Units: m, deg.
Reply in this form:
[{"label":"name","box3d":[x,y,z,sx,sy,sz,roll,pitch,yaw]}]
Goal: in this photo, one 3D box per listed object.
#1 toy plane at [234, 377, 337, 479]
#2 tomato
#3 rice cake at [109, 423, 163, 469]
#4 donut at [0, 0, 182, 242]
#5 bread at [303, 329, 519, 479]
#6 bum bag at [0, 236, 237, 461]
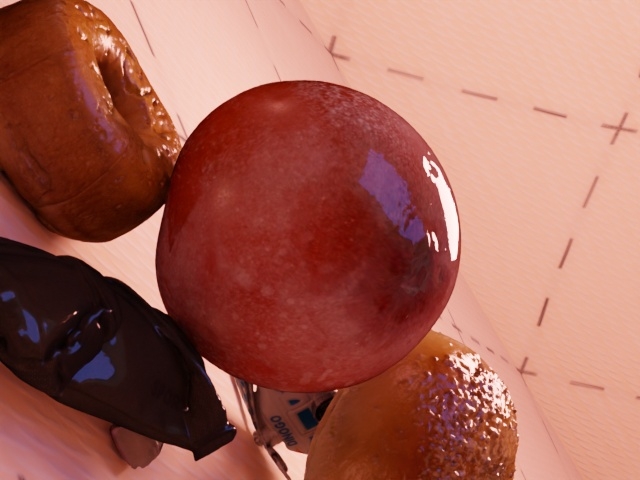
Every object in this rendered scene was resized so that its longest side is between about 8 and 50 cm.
[{"label":"toy plane","box3d":[-0.046,0.128,1.427,0.273,0.107,0.182,60,1,-24]},{"label":"tomato","box3d":[0.000,0.000,1.244,0.227,0.270,0.270,12,-31,42]},{"label":"rice cake","box3d":[-0.139,0.129,1.218,0.047,0.036,0.206,47,15,-13]},{"label":"donut","box3d":[-0.210,-0.105,1.246,0.226,0.114,0.226,59,13,-23]},{"label":"bread","box3d":[0.097,0.235,1.419,0.305,0.159,0.305,-44,142,-50]},{"label":"bum bag","box3d":[-0.155,0.075,1.062,0.326,0.080,0.142,33,19,-55]}]
